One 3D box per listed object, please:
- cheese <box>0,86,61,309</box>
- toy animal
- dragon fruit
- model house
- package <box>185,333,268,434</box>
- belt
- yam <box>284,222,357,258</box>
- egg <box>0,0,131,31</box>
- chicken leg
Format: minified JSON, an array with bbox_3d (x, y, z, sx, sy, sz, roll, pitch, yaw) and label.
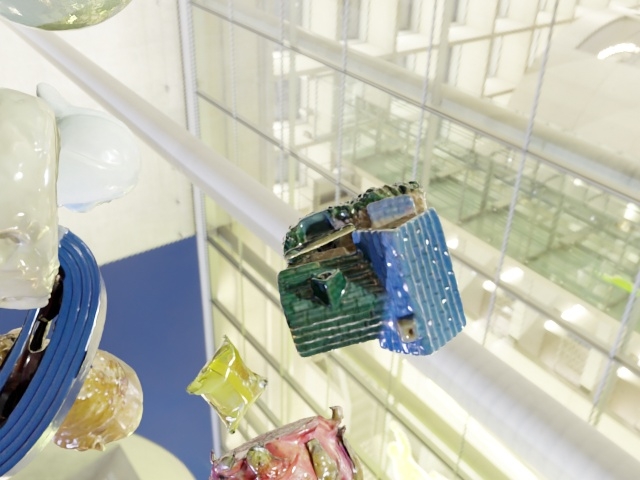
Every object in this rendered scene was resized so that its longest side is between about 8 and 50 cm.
[{"bbox_3d":[-0.379,-0.047,0.692,0.251,0.174,0.248,12,-44,-36],"label":"cheese"},{"bbox_3d":[-0.460,-0.161,1.130,0.289,0.249,0.174,-7,-32,-31],"label":"toy animal"},{"bbox_3d":[-0.050,0.311,0.883,0.211,0.147,0.282,-11,-12,4],"label":"dragon fruit"},{"bbox_3d":[0.121,0.094,1.709,0.445,0.400,0.395,-13,-76,5],"label":"model house"},{"bbox_3d":[-0.214,0.337,1.551,0.168,0.090,0.226,-54,-43,-27],"label":"package"},{"bbox_3d":[-0.414,0.147,0.868,0.212,0.117,0.347,20,-110,-6],"label":"belt"},{"bbox_3d":[0.000,0.000,0.891,0.107,0.014,0.014,-24,-49,-15],"label":"yam"},{"bbox_3d":[-0.301,-0.336,0.692,0.295,0.218,0.218,-49,-17,-75],"label":"egg"},{"bbox_3d":[-0.499,0.227,1.143,0.182,0.295,0.409,-58,-29,-10],"label":"chicken leg"}]
